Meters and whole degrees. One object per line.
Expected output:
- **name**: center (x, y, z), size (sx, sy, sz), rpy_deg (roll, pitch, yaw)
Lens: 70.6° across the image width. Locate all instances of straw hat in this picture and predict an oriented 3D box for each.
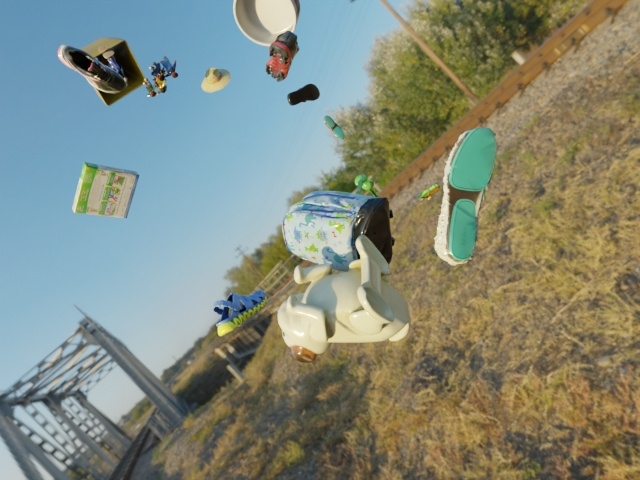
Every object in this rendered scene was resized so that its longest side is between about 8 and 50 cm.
- **straw hat**: center (-0.481, -0.738, 2.029), size (0.144, 0.144, 0.061), rpy_deg (-45, -29, -9)

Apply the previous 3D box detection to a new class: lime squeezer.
- **lime squeezer**: center (0.202, -0.224, 1.919), size (0.059, 0.109, 0.310), rpy_deg (-40, -18, 18)

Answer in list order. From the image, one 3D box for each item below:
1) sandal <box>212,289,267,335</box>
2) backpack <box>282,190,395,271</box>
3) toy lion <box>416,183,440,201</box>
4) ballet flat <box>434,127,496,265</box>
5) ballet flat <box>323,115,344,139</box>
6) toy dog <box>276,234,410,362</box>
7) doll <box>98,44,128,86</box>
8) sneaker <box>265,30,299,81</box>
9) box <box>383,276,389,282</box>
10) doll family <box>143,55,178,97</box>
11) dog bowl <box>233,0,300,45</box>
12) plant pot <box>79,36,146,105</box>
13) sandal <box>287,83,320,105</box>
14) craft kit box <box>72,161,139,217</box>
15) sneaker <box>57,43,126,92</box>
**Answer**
- **sandal**: center (-0.350, 0.280, 1.962), size (0.126, 0.138, 0.317), rpy_deg (-30, 2, 31)
- **backpack**: center (0.043, -0.039, 1.561), size (0.273, 0.356, 0.289), rpy_deg (-34, -46, -29)
- **toy lion**: center (0.507, -0.225, 2.092), size (0.100, 0.034, 0.096), rpy_deg (-14, -26, -38)
- **ballet flat**: center (0.405, -0.132, 1.336), size (0.147, 0.147, 0.408), rpy_deg (-82, 5, -89)
- **ballet flat**: center (0.053, -0.444, 1.789), size (0.041, 0.114, 0.041), rpy_deg (-39, 4, 4)
- **toy dog**: center (0.047, 0.222, 1.451), size (0.408, 0.395, 0.284), rpy_deg (-26, 46, 25)
- **doll**: center (-0.790, -0.663, 1.745), size (0.046, 0.129, 0.189), rpy_deg (-36, -18, -15)
- **sneaker**: center (-0.146, -0.724, 1.773), size (0.135, 0.098, 0.276), rpy_deg (-59, 7, -10)
- **box**: center (0.148, 0.146, 1.635), size (0.178, 0.108, 0.042), rpy_deg (-34, -36, 19)
- **doll family**: center (-0.663, -0.676, 1.886), size (0.076, 0.111, 0.193), rpy_deg (-5, -38, -47)
- **dog bowl**: center (-0.219, -0.954, 1.871), size (0.265, 0.265, 0.104), rpy_deg (-45, 26, 47)
- **plant pot**: center (-0.934, -0.757, 1.967), size (0.212, 0.187, 0.212), rpy_deg (-42, -30, -19)
- **sandal**: center (-0.072, -0.577, 1.794), size (0.179, 0.067, 0.040), rpy_deg (-31, 20, -38)
- **craft kit box**: center (-1.036, -0.236, 2.185), size (0.247, 0.061, 0.249), rpy_deg (5, -62, -46)
- **sneaker**: center (-0.614, -0.458, 1.225), size (0.077, 0.178, 0.071), rpy_deg (27, 93, 47)
